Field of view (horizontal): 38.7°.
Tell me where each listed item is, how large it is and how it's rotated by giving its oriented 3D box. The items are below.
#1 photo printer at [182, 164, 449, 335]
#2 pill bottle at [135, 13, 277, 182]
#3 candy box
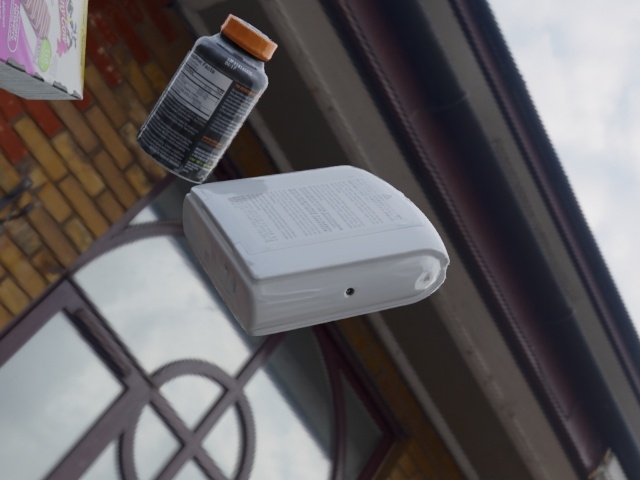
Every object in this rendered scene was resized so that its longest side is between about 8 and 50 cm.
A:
[{"bbox_3d":[0.000,0.000,1.222,0.256,0.308,0.107,49,-39,47],"label":"photo printer"},{"bbox_3d":[-0.166,-0.220,1.392,0.130,0.130,0.245,36,-79,4],"label":"pill bottle"},{"bbox_3d":[-0.300,-0.234,0.880,0.071,0.233,0.159,3,-91,7],"label":"candy box"}]
